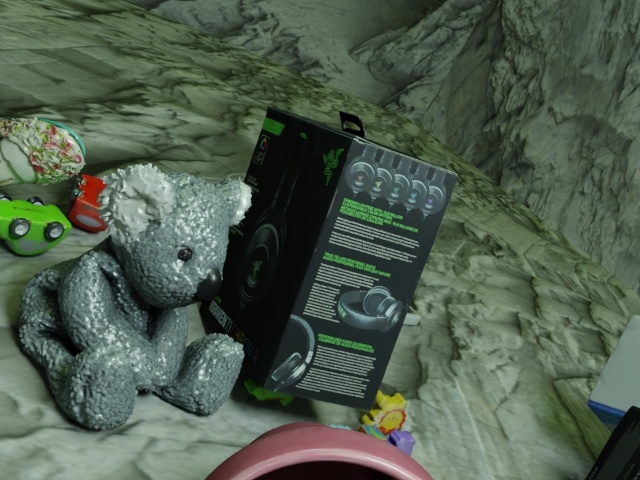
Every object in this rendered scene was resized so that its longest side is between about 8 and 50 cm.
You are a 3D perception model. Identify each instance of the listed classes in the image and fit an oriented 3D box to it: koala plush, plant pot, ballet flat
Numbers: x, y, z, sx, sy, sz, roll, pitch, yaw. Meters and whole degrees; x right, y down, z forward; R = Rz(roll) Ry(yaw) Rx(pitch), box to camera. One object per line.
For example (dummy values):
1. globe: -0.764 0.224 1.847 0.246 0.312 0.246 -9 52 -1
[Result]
1. koala plush: -0.162 0.027 0.851 0.203 0.221 0.196 40 20 29
2. plant pot: -0.006 0.218 0.653 0.201 0.201 0.180 27 2 -8
3. ballet flat: -0.361 -0.096 1.034 0.241 0.091 0.077 11 45 41

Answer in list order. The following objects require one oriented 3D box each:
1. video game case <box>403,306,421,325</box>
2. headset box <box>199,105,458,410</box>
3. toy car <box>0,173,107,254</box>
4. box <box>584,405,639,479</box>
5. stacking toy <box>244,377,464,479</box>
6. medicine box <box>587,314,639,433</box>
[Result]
1. video game case: 0.043 0.069 1.404 0.190 0.022 0.173 11 25 -48
2. headset box: 0.000 0.000 0.996 0.131 0.283 0.246 16 9 -26
3. toy car: -0.288 -0.009 1.038 0.225 0.053 0.239 8 27 -49
4. box: 0.445 0.337 0.889 0.343 0.179 0.312 32 -2 7
5. stacking toy: 0.039 0.217 0.943 0.221 0.052 0.167 15 21 -35
6. medicine box: 0.540 0.254 1.173 0.263 0.149 0.289 13 -27 52
